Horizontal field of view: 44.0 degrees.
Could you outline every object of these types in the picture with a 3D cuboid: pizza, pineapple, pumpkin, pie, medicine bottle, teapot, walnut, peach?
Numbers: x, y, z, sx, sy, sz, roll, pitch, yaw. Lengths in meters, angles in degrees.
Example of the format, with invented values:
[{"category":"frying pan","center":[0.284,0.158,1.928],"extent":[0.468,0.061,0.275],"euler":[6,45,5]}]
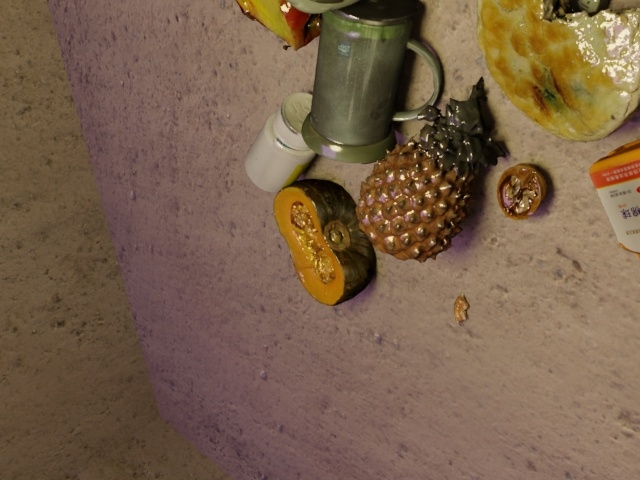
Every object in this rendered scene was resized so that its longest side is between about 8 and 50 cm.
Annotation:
[{"category":"pizza","center":[0.312,0.153,1.752],"extent":[0.037,0.016,0.083],"euler":[28,131,42]},{"category":"pineapple","center":[0.227,-0.136,1.509],"extent":[0.223,0.222,0.357],"euler":[47,126,21]},{"category":"pumpkin","center":[0.000,0.000,1.950],"extent":[0.221,0.139,0.317],"euler":[-16,101,54]},{"category":"pie","center":[0.361,-0.286,1.221],"extent":[0.337,0.075,0.338],"euler":[48,157,28]},{"category":"medicine bottle","center":[0.531,-0.047,1.217],"extent":[0.149,0.112,0.222],"euler":[-18,99,57]},{"category":"teapot","center":[0.103,-0.332,1.542],"extent":[0.270,0.200,0.337],"euler":[17,131,11]},{"category":"medicine bottle","center":[-0.079,-0.230,1.883],"extent":[0.143,0.143,0.258],"euler":[55,147,10]},{"category":"walnut","center":[0.375,-0.094,1.450],"extent":[0.091,0.052,0.121],"euler":[48,143,22]},{"category":"peach","center":[-0.079,-0.531,1.652],"extent":[0.267,0.153,0.159],"euler":[43,153,41]}]

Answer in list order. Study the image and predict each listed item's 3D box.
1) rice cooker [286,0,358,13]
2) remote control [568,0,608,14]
[{"category":"rice cooker","center":[-0.012,-0.581,1.345],"extent":[0.325,0.335,0.335],"euler":[49,147,42]},{"category":"remote control","center":[0.331,-0.415,1.292],"extent":[0.285,0.038,0.123],"euler":[44,142,28]}]
